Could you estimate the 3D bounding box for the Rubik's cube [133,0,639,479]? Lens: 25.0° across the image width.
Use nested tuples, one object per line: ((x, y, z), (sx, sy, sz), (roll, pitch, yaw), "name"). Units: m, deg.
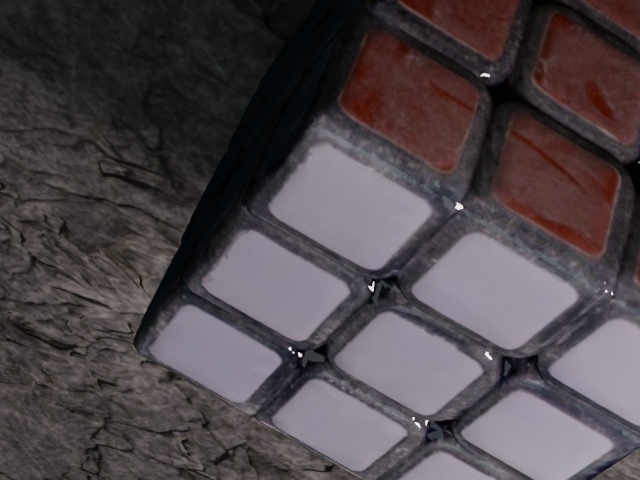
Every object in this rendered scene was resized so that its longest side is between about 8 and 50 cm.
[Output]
((0.097, -0.025, 0.978), (0.303, 0.305, 0.301), (32, 138, -9), "Rubik's cube")
